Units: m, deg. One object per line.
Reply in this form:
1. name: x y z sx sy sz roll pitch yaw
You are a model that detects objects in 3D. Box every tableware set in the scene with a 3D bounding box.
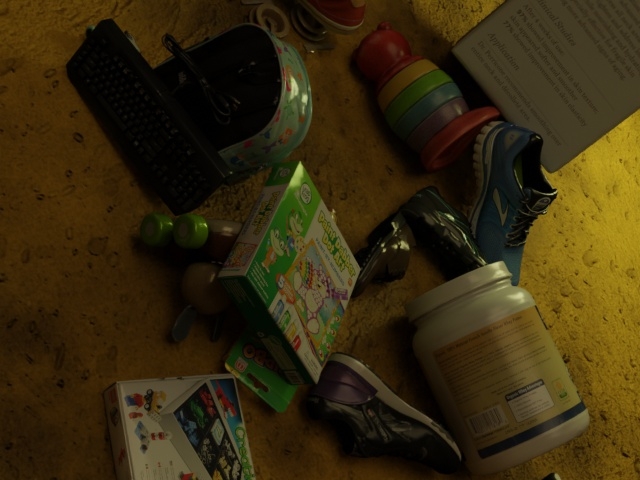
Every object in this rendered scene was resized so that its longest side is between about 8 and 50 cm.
1. tableware set: -0.053 -0.425 1.912 0.194 0.039 0.128 -16 77 -43

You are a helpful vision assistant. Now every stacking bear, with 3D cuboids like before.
1. stacking bear: 0.182 -0.295 1.956 0.289 0.175 0.164 53 38 11

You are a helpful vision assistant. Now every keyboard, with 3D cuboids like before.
1. keyboard: -0.245 -0.207 1.508 0.317 0.201 0.033 51 22 7

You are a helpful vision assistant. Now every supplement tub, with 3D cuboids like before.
1. supplement tub: 0.295 0.217 1.698 0.228 0.228 0.316 -15 76 -42

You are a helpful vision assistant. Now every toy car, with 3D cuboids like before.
1. toy car: -0.180 0.059 1.502 0.155 0.148 0.189 7 86 -48

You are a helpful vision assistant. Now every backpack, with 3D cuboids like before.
1. backpack: -0.135 -0.214 1.584 0.191 0.253 0.225 19 52 -54

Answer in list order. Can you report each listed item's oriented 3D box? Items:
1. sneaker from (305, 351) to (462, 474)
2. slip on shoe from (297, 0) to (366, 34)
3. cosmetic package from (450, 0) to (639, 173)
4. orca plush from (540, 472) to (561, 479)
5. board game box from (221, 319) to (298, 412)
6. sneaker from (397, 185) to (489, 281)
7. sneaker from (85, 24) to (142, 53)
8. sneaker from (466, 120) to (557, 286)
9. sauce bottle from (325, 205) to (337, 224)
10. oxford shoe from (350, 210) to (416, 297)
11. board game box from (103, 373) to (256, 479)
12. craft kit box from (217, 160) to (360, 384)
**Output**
1. sneaker: 0.094 0.312 1.593 0.283 0.107 0.124 39 62 -10
2. slip on shoe: -0.040 -0.533 1.912 0.331 0.101 0.123 41 48 10
3. cosmetic package: 0.521 -0.397 2.037 0.329 0.393 0.327 51 14 -4
4. orca plush: 0.421 0.547 1.708 0.151 0.102 0.287 58 10 -65
5. board game box: -0.060 0.148 1.588 0.124 0.039 0.259 41 44 -12
6. sneaker: 0.266 0.007 1.876 0.267 0.101 0.106 47 52 -8
7. sneaker: -0.338 -0.331 1.637 0.098 0.038 0.069 43 45 -24
8. sneaker: 0.370 -0.060 1.912 0.129 0.147 0.330 -11 107 -41
9. sauce bottle: 0.000 0.000 1.714 0.042 0.042 0.128 32 49 -21
10. oxford shoe: 0.112 0.041 1.755 0.096 0.082 0.227 52 47 -8
11. board game box: -0.180 0.341 1.370 0.192 0.053 0.306 2 65 -37
12. craft kit box: -0.039 0.050 1.529 0.250 0.060 0.247 59 36 -36
